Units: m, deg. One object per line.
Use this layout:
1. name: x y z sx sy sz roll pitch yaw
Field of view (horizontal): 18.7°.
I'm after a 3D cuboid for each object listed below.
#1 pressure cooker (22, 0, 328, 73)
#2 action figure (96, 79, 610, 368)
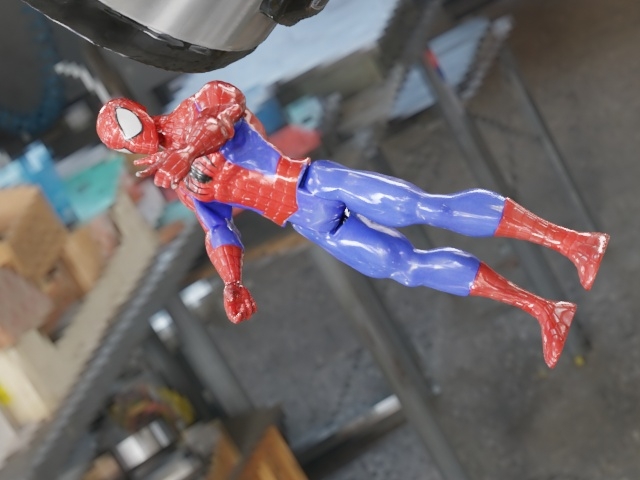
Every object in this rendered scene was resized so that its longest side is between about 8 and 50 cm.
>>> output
1. pressure cooker: -0.087 -0.381 1.446 0.420 0.375 0.370 -51 51 21
2. action figure: 0.000 0.000 1.020 0.280 0.091 0.139 23 36 5
